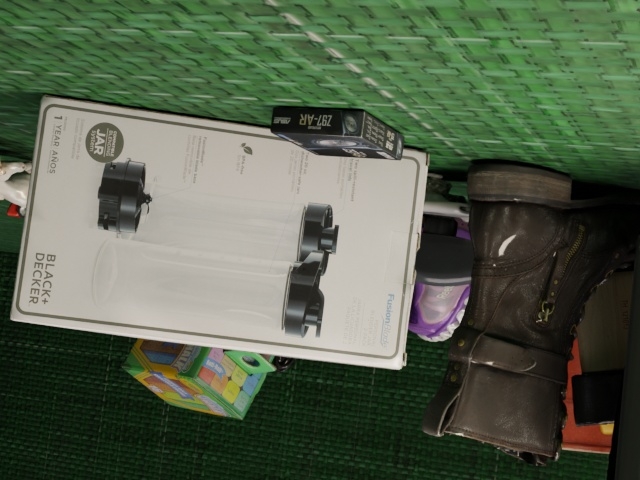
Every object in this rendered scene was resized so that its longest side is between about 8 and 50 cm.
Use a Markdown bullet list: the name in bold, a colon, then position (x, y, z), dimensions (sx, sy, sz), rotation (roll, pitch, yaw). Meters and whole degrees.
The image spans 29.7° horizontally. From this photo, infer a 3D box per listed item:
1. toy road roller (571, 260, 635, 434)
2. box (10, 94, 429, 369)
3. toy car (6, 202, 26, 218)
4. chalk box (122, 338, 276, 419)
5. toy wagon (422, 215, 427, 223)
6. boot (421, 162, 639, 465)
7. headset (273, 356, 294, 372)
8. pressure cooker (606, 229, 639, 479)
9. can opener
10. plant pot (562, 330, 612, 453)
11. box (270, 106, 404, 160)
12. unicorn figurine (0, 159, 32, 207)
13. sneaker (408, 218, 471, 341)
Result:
- **toy road roller**: position (0.383, 0.088, 1.217), dimensions (0.241, 0.202, 0.329), rotation (-6, 170, 20)
- **box**: position (-0.074, -0.002, 0.913), dimensions (0.290, 0.169, 0.087), rotation (7, 176, -8)
- **toy car**: position (-0.228, -0.035, 1.463), dimensions (0.239, 0.053, 0.225), rotation (3, 175, 45)
- **chalk box**: position (-0.165, 0.180, 1.825), dimensions (0.213, 0.132, 0.132), rotation (3, 147, 43)
- **toy wagon**: position (0.000, 0.000, 1.467), dimensions (0.267, 0.068, 0.344), rotation (10, 175, -35)
- **boot**: position (0.188, 0.067, 0.980), dimensions (0.263, 0.229, 0.091), rotation (10, 174, -37)
- **headset**: position (-0.136, 0.074, 1.860), dimensions (0.243, 0.185, 0.394), rotation (4, 164, 33)
- **pressure cooker**: position (0.386, 0.175, 0.847), dimensions (0.370, 0.420, 0.375), rotation (4, 175, 20)
- **can opener**: position (0.018, -0.022, 1.065), dimensions (0.280, 0.093, 0.074), rotation (10, 178, 26)
- **plant pot**: position (0.334, 0.167, 1.806), dimensions (0.272, 0.265, 0.272), rotation (7, 175, 1)
- **box**: position (0.013, -0.073, 0.827), dimensions (0.067, 0.018, 0.083), rotation (5, 175, 22)
- **unicorn figurine**: position (-0.296, -0.059, 1.206), dimensions (0.111, 0.060, 0.162), rotation (9, 175, -30)
- **sneaker**: position (0.129, 0.027, 1.276), dimensions (0.105, 0.095, 0.236), rotation (18, 150, -12)
